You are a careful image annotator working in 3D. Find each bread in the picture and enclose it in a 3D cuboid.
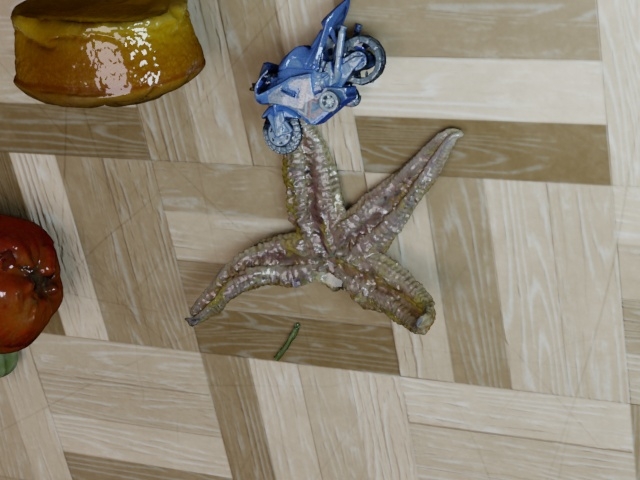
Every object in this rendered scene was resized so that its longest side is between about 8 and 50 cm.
[{"bbox_3d":[-0.278,-0.246,1.898,0.270,0.195,0.142,8,118,29],"label":"bread"}]

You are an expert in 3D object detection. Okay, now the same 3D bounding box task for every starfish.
[{"bbox_3d":[0.009,-0.002,1.953,0.398,0.132,0.384,24,122,31],"label":"starfish"}]

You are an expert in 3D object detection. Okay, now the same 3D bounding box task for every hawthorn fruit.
[{"bbox_3d":[-0.523,0.055,2.239,0.299,0.211,0.211,16,128,34],"label":"hawthorn fruit"}]

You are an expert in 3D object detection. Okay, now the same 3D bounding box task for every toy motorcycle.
[{"bbox_3d":[-0.011,-0.201,1.839,0.205,0.076,0.114,-40,82,26],"label":"toy motorcycle"}]

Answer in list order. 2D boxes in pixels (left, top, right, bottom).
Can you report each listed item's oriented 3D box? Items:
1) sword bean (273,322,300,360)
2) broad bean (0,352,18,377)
[{"bbox_3d":[-0.048,0.149,2.160,0.012,0.012,0.083,35,129,3],"label":"sword bean"},{"bbox_3d":[-0.592,0.152,2.408,0.169,0.100,0.228,-19,99,28],"label":"broad bean"}]
